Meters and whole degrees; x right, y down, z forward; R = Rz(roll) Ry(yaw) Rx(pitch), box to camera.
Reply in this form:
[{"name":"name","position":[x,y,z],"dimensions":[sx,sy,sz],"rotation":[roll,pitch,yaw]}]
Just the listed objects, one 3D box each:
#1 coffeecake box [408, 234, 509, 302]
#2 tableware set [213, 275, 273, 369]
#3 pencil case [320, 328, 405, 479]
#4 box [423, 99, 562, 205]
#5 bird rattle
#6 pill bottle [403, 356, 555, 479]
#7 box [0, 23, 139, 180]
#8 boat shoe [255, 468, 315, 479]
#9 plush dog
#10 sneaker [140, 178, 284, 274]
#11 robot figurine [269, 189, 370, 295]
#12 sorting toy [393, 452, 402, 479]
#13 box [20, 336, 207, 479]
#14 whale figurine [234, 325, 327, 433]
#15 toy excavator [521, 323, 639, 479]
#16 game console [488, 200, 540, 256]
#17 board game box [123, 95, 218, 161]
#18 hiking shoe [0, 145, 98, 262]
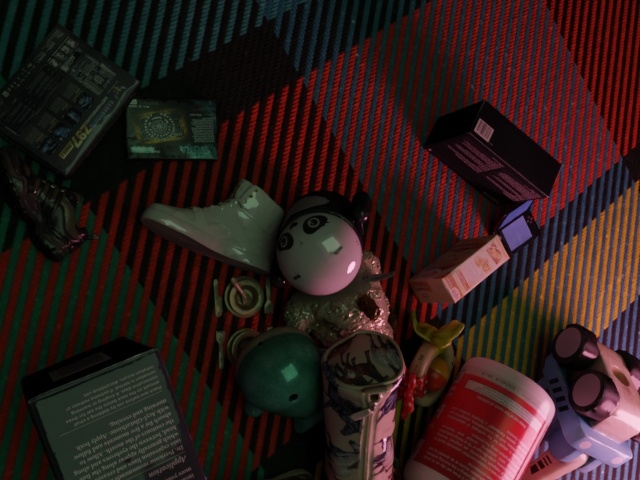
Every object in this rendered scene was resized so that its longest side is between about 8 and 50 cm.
[{"name":"coffeecake box","position":[0.318,0.067,1.629],"dimensions":[0.185,0.142,0.068],"rotation":[-35,101,-23]},{"name":"tableware set","position":[-0.150,0.171,1.456],"dimensions":[0.128,0.039,0.194],"rotation":[-2,87,-26]},{"name":"pencil case","position":[0.080,0.391,1.396],"dimensions":[0.159,0.184,0.411],"rotation":[2,118,4]},{"name":"box","position":[0.405,-0.199,1.667],"dimensions":[0.261,0.184,0.103],"rotation":[34,71,-20]},{"name":"bird rattle","position":[0.244,0.293,1.577],"dimensions":[0.207,0.143,0.254],"rotation":[51,54,-46]},{"name":"pill bottle","position":[0.329,0.484,1.559],"dimensions":[0.229,0.229,0.408],"rotation":[41,71,-17]},{"name":"box","position":[-0.477,-0.256,1.307],"dimensions":[0.183,0.059,0.233],"rotation":[34,73,-9]},{"name":"boat shoe","position":[-0.104,0.529,1.434],"dimensions":[0.223,0.073,0.080],"rotation":[-13,92,-26]},{"name":"plush dog","position":[0.084,0.182,1.503],"dimensions":[0.262,0.210,0.226],"rotation":[-37,127,-22]},{"name":"sneaker","position":[-0.207,-0.055,1.416],"dimensions":[0.292,0.108,0.169],"rotation":[24,75,-32]},{"name":"robot figurine","position":[0.000,-0.003,1.414],"dimensions":[0.173,0.278,0.209],"rotation":[10,111,0]},{"name":"sorting toy","position":[0.151,0.490,1.569],"dimensions":[0.042,0.061,0.102],"rotation":[-65,153,-44]},{"name":"box","position":[-0.339,0.392,1.212],"dimensions":[0.211,0.293,0.396],"rotation":[-21,96,-25]},{"name":"whale figurine","position":[-0.053,0.301,1.411],"dimensions":[0.216,0.141,0.272],"rotation":[-31,124,-4]},{"name":"toy excavator","position":[0.591,0.496,1.705],"dimensions":[0.222,0.445,0.433],"rotation":[27,34,-20]},{"name":"game console","position":[0.501,-0.037,1.756],"dimensions":[0.144,0.085,0.124],"rotation":[-31,99,-23]},{"name":"board game box","position":[-0.300,-0.223,1.420],"dimensions":[0.186,0.026,0.126],"rotation":[-2,88,-26]},{"name":"hiking shoe","position":[-0.505,-0.078,1.293],"dimensions":[0.114,0.086,0.227],"rotation":[-36,108,-37]}]
